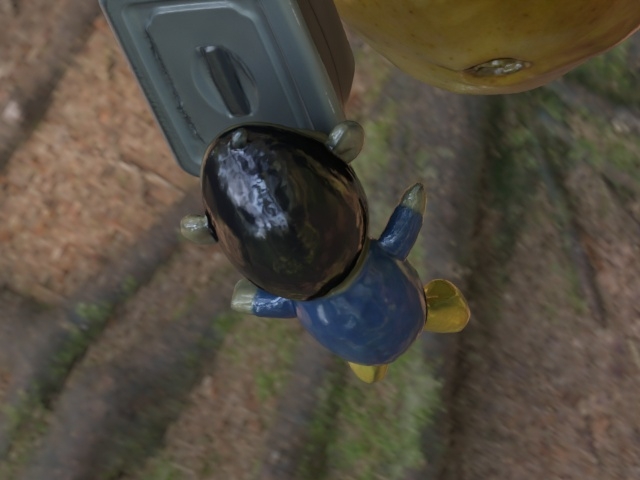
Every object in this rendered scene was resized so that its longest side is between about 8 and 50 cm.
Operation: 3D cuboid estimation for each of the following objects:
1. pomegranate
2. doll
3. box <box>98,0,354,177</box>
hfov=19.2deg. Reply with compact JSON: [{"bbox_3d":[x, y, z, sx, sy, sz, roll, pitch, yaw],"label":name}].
[{"bbox_3d":[0.089,-0.186,0.970,0.233,0.233,0.233,-10,67,25],"label":"pomegranate"},{"bbox_3d":[0.000,0.000,0.828,0.102,0.179,0.089,-32,53,6],"label":"doll"},{"bbox_3d":[-0.035,-0.090,0.846,0.089,0.122,0.062,-3,47,21],"label":"box"}]
